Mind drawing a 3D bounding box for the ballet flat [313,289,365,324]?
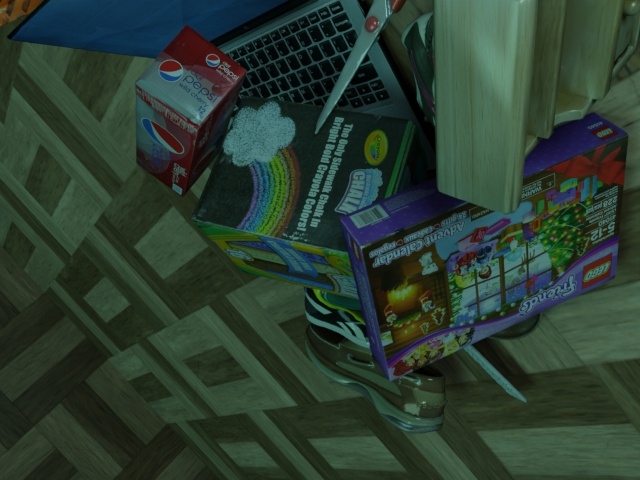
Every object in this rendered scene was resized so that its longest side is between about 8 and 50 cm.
[{"bbox_3d":[0.064,0.085,1.067,0.231,0.077,0.077,30,-177,-41],"label":"ballet flat"}]

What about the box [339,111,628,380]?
[{"bbox_3d":[0.178,0.011,0.735,0.057,0.293,0.201,-123,14,-48],"label":"box"}]

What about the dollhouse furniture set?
[{"bbox_3d":[0.309,-0.113,0.463,0.394,0.256,0.362,23,143,31],"label":"dollhouse furniture set"}]

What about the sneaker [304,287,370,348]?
[{"bbox_3d":[0.057,0.101,1.167,0.216,0.079,0.121,13,127,32],"label":"sneaker"}]

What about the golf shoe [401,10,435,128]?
[{"bbox_3d":[0.177,-0.130,0.771,0.120,0.105,0.273,33,153,60],"label":"golf shoe"}]

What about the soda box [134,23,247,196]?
[{"bbox_3d":[-0.164,-0.144,0.846,0.083,0.092,0.263,37,162,-5],"label":"soda box"}]

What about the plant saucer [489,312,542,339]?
[{"bbox_3d":[0.218,0.052,0.965,0.198,0.036,0.199,29,146,23],"label":"plant saucer"}]

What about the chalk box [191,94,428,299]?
[{"bbox_3d":[0.030,-0.039,0.850,0.288,0.180,0.179,14,162,19],"label":"chalk box"}]

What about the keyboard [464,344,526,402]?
[{"bbox_3d":[0.215,0.152,1.073,0.256,0.014,0.072,45,-179,-1],"label":"keyboard"}]

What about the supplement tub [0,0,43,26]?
[{"bbox_3d":[-0.534,-0.497,1.034,0.207,0.207,0.338,8,133,44],"label":"supplement tub"}]

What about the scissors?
[{"bbox_3d":[0.068,-0.229,0.700,0.109,0.021,0.297,31,115,30],"label":"scissors"}]

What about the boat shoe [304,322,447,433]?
[{"bbox_3d":[0.098,0.208,1.230,0.324,0.123,0.116,28,112,40],"label":"boat shoe"}]

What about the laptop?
[{"bbox_3d":[-0.124,-0.181,0.900,0.382,0.236,0.408,-3,125,51],"label":"laptop"}]
